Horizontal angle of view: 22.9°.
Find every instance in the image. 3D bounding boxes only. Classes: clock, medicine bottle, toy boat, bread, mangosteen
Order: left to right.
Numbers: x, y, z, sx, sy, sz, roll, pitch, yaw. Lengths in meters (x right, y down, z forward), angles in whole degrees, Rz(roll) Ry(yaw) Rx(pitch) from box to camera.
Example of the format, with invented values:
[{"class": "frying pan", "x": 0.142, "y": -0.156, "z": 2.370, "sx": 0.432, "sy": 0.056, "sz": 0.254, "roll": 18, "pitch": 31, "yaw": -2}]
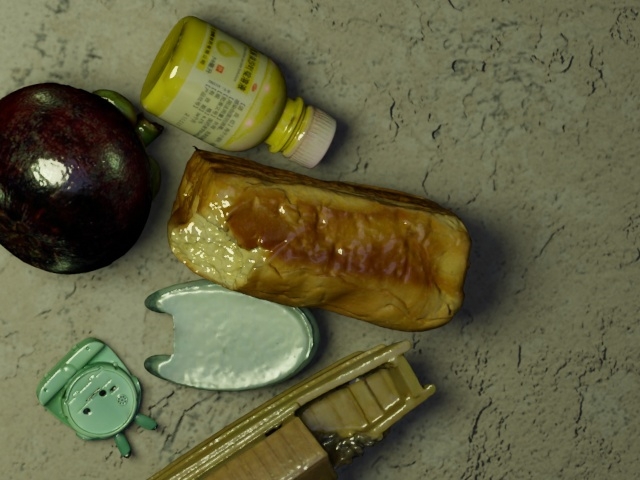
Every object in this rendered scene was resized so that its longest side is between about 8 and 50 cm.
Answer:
[{"class": "mangosteen", "x": -0.276, "y": -0.079, "z": 1.720, "sx": 0.216, "sy": 0.216, "sz": 0.216, "roll": -1, "pitch": 96, "yaw": -15}, {"class": "clock", "x": -0.254, "y": 0.186, "z": 1.831, "sx": 0.101, "sy": 0.041, "sz": 0.135, "roll": -46, "pitch": 104, "yaw": -6}, {"class": "toy boat", "x": -0.104, "y": 0.109, "z": 1.857, "sx": 0.208, "sy": 0.079, "sz": 0.134, "roll": -1, "pitch": 92, "yaw": -4}, {"class": "medicine bottle", "x": -0.087, "y": -0.157, "z": 1.801, "sx": 0.212, "sy": 0.122, "sz": 0.122, "roll": 27, "pitch": 88, "yaw": -16}, {"class": "toy boat", "x": -0.071, "y": 0.261, "z": 1.825, "sx": 0.445, "sy": 0.162, "sz": 0.136, "roll": -33, "pitch": 100, "yaw": -10}, {"class": "bread", "x": -0.002, "y": 0.005, "z": 1.797, "sx": 0.344, "sy": 0.195, "sz": 0.148, "roll": 12, "pitch": 100, "yaw": -19}]
